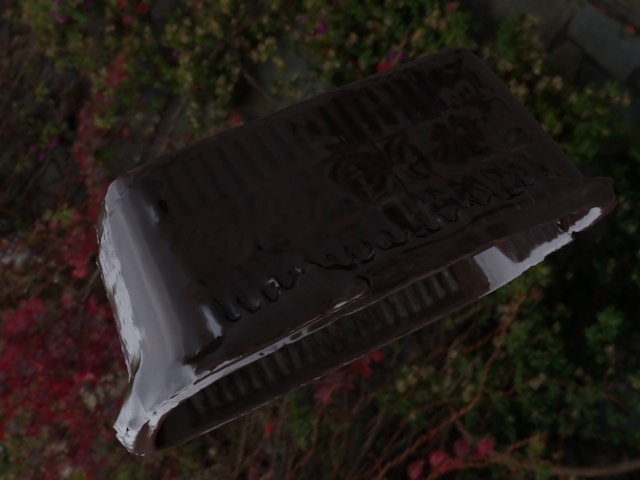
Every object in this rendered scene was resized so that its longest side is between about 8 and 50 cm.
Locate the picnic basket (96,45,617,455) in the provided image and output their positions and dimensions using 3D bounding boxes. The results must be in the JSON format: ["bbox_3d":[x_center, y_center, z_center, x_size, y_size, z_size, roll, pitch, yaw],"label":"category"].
[{"bbox_3d":[0.000,0.000,0.606,0.129,0.297,0.222,62,162,10],"label":"picnic basket"}]
